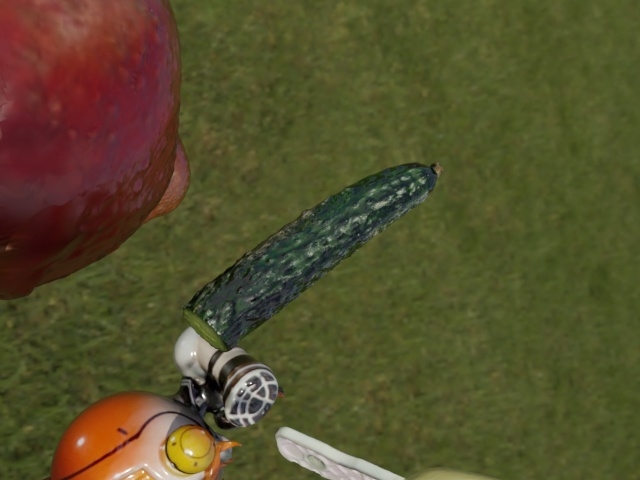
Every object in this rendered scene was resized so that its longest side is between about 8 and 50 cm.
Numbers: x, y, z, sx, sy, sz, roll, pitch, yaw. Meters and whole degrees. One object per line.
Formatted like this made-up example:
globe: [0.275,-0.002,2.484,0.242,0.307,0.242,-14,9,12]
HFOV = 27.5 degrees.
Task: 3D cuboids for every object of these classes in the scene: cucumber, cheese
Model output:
cucumber: [0.000,0.000,1.227,0.293,0.067,0.067,-37,114,-22]
cheese: [0.078,0.192,0.936,0.050,0.255,0.127,-57,156,-29]

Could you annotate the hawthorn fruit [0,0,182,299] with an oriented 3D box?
hawthorn fruit: [-0.193,-0.073,0.640,0.230,0.210,0.266,39,22,1]

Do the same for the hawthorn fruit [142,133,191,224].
hawthorn fruit: [-0.219,-0.106,1.356,0.203,0.163,0.162,88,11,-52]

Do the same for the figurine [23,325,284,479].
figurine: [-0.204,0.258,1.624,0.196,0.320,0.323,44,75,3]
